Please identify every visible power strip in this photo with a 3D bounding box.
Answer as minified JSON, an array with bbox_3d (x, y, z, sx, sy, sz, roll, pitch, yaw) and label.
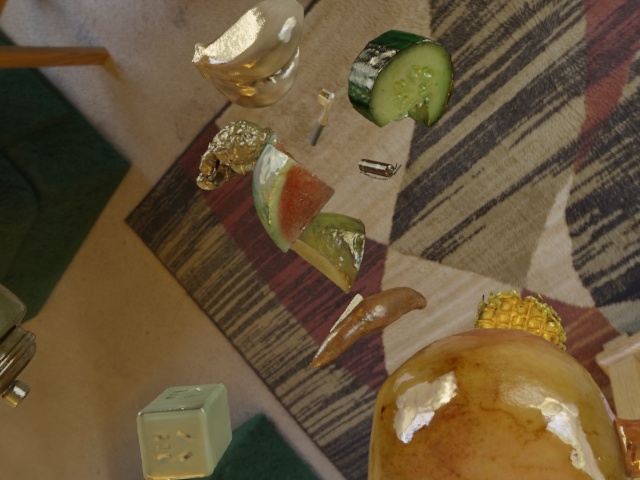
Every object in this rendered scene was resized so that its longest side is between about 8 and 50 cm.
[{"bbox_3d":[-0.268,0.381,1.133,0.140,0.224,0.139,-7,92,5],"label":"power strip"}]

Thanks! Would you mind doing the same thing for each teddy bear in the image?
[{"bbox_3d":[-0.237,-0.260,1.563,0.156,0.267,0.256,68,161,-9],"label":"teddy bear"}]

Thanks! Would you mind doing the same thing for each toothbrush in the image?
[{"bbox_3d":[-0.002,-0.248,1.142,0.030,0.342,0.025,31,84,-2],"label":"toothbrush"}]

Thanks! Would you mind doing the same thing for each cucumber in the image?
[{"bbox_3d":[0.156,-0.316,1.063,0.130,0.191,0.191,40,129,52],"label":"cucumber"}]

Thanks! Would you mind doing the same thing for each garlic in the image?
[{"bbox_3d":[-0.149,-0.519,1.499,0.340,0.231,0.246,-46,53,-2],"label":"garlic"}]

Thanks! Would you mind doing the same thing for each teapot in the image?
[{"bbox_3d":[-0.445,0.148,0.679,0.175,0.267,0.186,44,77,-18],"label":"teapot"}]

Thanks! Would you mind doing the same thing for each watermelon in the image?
[{"bbox_3d":[-0.071,-0.117,1.172,0.175,0.260,0.256,-15,61,25],"label":"watermelon"}]

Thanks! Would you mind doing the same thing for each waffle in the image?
[{"bbox_3d":[0.536,0.263,1.510,0.280,0.060,0.262,44,123,-11],"label":"waffle"}]

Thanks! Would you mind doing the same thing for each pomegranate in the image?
[{"bbox_3d":[0.180,0.206,0.510,0.270,0.229,0.252,-9,72,21],"label":"pomegranate"}]

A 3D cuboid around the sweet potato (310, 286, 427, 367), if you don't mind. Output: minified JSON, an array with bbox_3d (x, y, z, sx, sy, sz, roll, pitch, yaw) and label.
[{"bbox_3d":[0.085,0.119,0.854,0.058,0.255,0.078,42,136,27],"label":"sweet potato"}]

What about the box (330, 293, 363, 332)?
[{"bbox_3d":[0.098,0.272,1.935,0.024,0.090,0.167,34,81,20],"label":"box"}]

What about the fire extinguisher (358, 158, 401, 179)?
[{"bbox_3d":[0.183,-0.223,1.692,0.158,0.043,0.064,24,85,50],"label":"fire extinguisher"}]

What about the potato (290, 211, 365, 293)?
[{"bbox_3d":[0.000,0.000,1.672,0.255,0.270,0.112,15,141,-7],"label":"potato"}]
